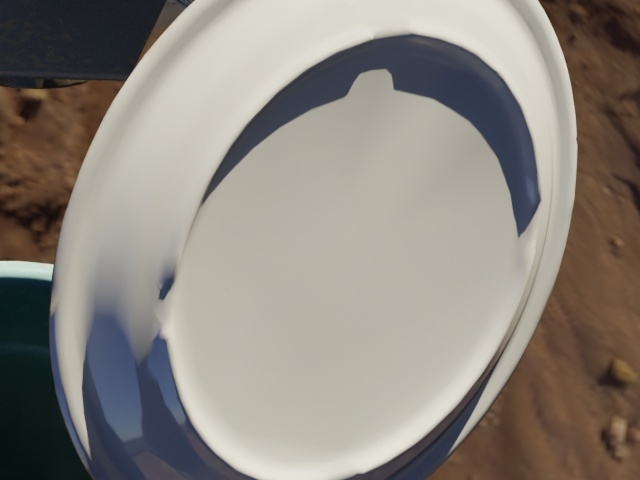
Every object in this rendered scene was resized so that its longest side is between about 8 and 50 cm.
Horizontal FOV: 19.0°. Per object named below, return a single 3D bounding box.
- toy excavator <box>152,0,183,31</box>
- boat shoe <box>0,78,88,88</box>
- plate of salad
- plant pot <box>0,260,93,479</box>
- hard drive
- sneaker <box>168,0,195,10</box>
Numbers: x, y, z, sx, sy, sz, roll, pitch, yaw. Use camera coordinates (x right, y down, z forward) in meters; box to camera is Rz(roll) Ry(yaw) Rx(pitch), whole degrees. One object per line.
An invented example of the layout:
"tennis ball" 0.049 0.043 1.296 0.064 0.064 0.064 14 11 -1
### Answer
"toy excavator" -0.165 -0.445 1.845 0.222 0.433 0.445 -13 104 -2
"boat shoe" -0.212 -0.191 1.213 0.307 0.110 0.104 -130 44 -54
"plate of salad" 0.000 0.000 0.574 0.048 0.200 0.200 28 93 46
"plant pot" -0.223 0.240 1.329 0.341 0.334 0.341 5 61 -9
"hard drive" -0.125 -0.107 0.793 0.022 0.135 0.094 60 136 33
"sneaker" -0.091 -0.275 1.209 0.129 0.147 0.330 -32 89 -12
